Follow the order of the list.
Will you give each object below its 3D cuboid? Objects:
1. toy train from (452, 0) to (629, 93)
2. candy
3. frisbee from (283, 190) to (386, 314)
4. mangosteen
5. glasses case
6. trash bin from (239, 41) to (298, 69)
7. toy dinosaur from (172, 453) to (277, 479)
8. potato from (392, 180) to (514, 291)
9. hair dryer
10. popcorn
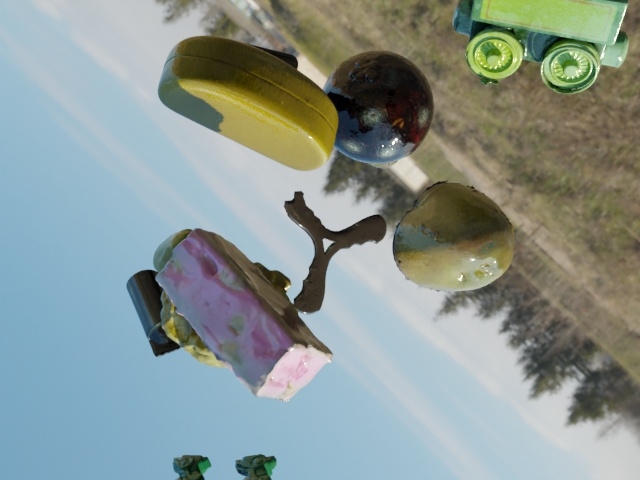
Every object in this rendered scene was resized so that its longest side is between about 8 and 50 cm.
[{"bbox_3d":[0.341,-0.345,1.314,0.271,0.188,0.159,14,-133,9],"label":"toy train"},{"bbox_3d":[-0.117,0.115,1.293,0.265,0.116,0.155,47,-176,26],"label":"candy"},{"bbox_3d":[0.000,0.000,1.357,0.187,0.211,0.012,48,165,-31],"label":"frisbee"},{"bbox_3d":[0.136,-0.303,2.024,0.288,0.288,0.288,42,-172,-7],"label":"mangosteen"},{"bbox_3d":[-0.126,-0.279,1.687,0.371,0.141,0.173,24,155,-23],"label":"glasses case"},{"bbox_3d":[-0.148,-0.350,1.888,0.164,0.122,0.240,12,179,-10],"label":"trash bin"},{"bbox_3d":[-0.067,0.253,0.742,0.153,0.259,0.094,-73,-33,-60],"label":"toy dinosaur"},{"bbox_3d":[0.230,0.003,1.357,0.202,0.182,0.117,9,-175,-26],"label":"potato"},{"bbox_3d":[-0.256,0.128,1.787,0.196,0.248,0.078,57,157,36],"label":"hair dryer"},{"bbox_3d":[-0.176,0.122,1.538,0.286,0.173,0.225,33,-144,-22],"label":"popcorn"}]
